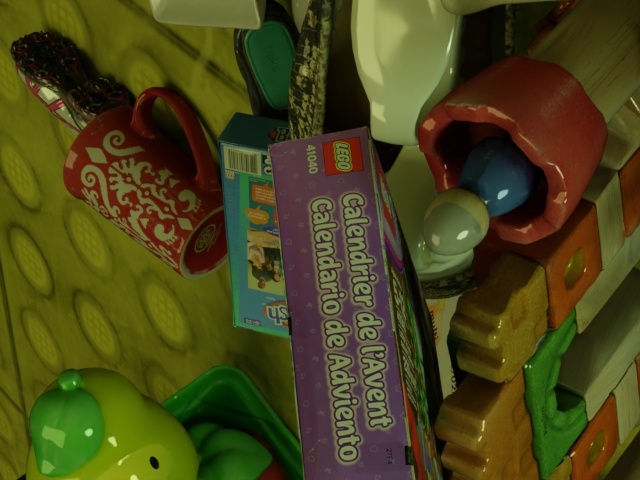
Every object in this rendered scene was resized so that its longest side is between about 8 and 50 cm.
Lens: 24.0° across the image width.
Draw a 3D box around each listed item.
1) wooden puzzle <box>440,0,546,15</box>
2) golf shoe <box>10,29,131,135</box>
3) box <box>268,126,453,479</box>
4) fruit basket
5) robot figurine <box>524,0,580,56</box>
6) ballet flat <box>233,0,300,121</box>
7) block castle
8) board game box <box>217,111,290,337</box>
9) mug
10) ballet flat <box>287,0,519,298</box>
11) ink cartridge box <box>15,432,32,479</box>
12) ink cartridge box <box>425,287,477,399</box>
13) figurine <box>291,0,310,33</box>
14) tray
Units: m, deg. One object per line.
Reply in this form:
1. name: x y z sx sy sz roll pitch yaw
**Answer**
1. wooden puzzle: 0.142 -0.183 0.646 0.239 0.044 0.221 -4 141 21
2. golf shoe: -0.272 -0.155 1.617 0.186 0.067 0.086 42 147 30
3. box: 0.035 0.091 0.846 0.293 0.057 0.201 65 -163 -66
4. fruit basket: -0.181 0.291 1.563 0.283 0.392 0.392 50 149 19
5. robot figurine: 0.237 -0.132 0.816 0.211 0.085 0.291 56 151 6
6. ballet flat: -0.030 -0.117 1.280 0.074 0.074 0.203 28 143 45
7. block castle: 0.223 0.099 0.805 0.303 0.213 0.453 22 144 35
8. board game box: 0.000 0.000 1.275 0.160 0.047 0.210 12 132 15
9. mug: -0.161 -0.056 1.491 0.169 0.113 0.150 39 147 28
10. ballet flat: 0.054 -0.100 0.944 0.164 0.182 0.482 3 131 5
11. ink cartridge box: -0.247 0.387 1.851 0.151 0.270 0.395 -11 106 58
12. ink cartridge box: 0.122 0.091 1.179 0.181 0.062 0.104 -17 71 60
13. figurine: 0.027 -0.217 1.079 0.215 0.092 0.209 24 139 49
14. tray: -0.104 -0.252 1.252 0.270 0.030 0.145 21 128 65
